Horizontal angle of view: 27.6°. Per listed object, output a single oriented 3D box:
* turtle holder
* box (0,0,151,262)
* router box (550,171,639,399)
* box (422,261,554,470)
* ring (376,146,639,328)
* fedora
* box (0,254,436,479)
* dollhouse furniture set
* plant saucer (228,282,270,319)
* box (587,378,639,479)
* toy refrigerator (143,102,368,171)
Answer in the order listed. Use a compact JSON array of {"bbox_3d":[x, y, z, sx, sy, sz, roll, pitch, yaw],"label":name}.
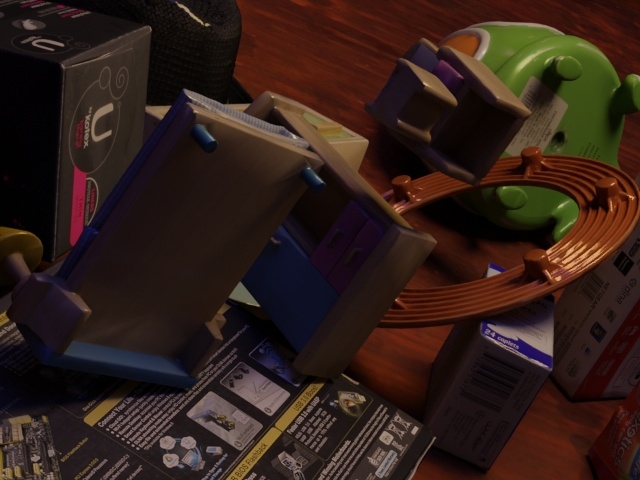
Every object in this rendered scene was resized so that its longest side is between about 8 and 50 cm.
[{"bbox_3d":[0.249,-0.149,1.576,0.320,0.243,0.227,-12,29,-38],"label":"turtle holder"},{"bbox_3d":[-0.291,-0.110,1.050,0.270,0.165,0.143,15,25,16],"label":"box"},{"bbox_3d":[0.416,0.010,1.350,0.301,0.335,0.082,2,37,-39],"label":"router box"},{"bbox_3d":[0.153,0.112,1.177,0.072,0.126,0.137,25,29,-3],"label":"box"},{"bbox_3d":[0.138,-0.015,1.252,0.336,0.032,0.337,-15,24,7],"label":"ring"},{"bbox_3d":[-0.196,-0.240,1.427,0.334,0.153,0.334,21,29,-12],"label":"fedora"},{"bbox_3d":[-0.123,0.162,0.890,0.318,0.097,0.395,33,28,7],"label":"box"},{"bbox_3d":[-0.071,-0.067,0.922,0.303,0.286,0.198,15,25,-49],"label":"dollhouse furniture set"},{"bbox_3d":[-0.085,0.029,1.182,0.195,0.037,0.195,20,19,-7],"label":"plant saucer"},{"bbox_3d":[0.396,0.226,1.202,0.256,0.123,0.128,18,29,-17],"label":"box"},{"bbox_3d":[-0.069,-0.081,1.296,0.102,0.094,0.269,31,21,26],"label":"toy refrigerator"}]
